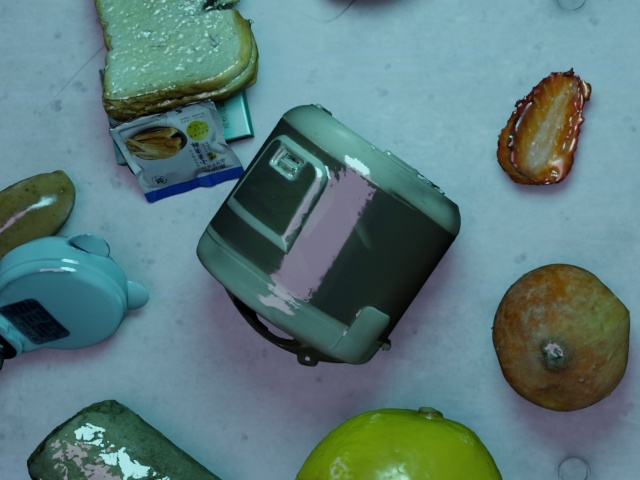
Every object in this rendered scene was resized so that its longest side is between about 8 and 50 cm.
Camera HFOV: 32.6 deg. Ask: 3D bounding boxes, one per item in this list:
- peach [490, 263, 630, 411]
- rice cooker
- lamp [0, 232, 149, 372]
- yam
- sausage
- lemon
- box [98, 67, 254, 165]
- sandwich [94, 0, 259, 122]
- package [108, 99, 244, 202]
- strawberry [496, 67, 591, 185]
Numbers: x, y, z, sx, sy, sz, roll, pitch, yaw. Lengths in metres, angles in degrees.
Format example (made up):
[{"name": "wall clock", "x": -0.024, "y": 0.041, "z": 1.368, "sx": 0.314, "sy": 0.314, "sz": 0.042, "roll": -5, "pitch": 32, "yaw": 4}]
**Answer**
[{"name": "peach", "x": 0.352, "y": 0.145, "z": 1.594, "sx": 0.232, "sy": 0.232, "sz": 0.233, "roll": 0, "pitch": 90, "yaw": 7}, {"name": "rice cooker", "x": 0.000, "y": 0.000, "z": 1.595, "sx": 0.335, "sy": 0.335, "sz": 0.325, "roll": 35, "pitch": 95, "yaw": 6}, {"name": "lamp", "x": -0.430, "y": 0.094, "z": 1.717, "sx": 0.284, "sy": 0.147, "sz": 0.209, "roll": -31, "pitch": 130, "yaw": 2}, {"name": "yam", "x": -0.295, "y": 0.383, "z": 1.698, "sx": 0.300, "sy": 0.195, "sz": 0.195, "roll": 34, "pitch": 94, "yaw": 5}, {"name": "sausage", "x": -0.609, "y": 0.043, "z": 1.773, "sx": 0.500, "sy": 0.123, "sz": 0.136, "roll": -27, "pitch": 60, "yaw": 7}, {"name": "lemon", "x": 0.110, "y": 0.408, "z": 1.579, "sx": 0.347, "sy": 0.348, "sz": 0.348, "roll": 0, "pitch": 90, "yaw": 7}, {"name": "box", "x": -0.232, "y": -0.222, "z": 1.760, "sx": 0.226, "sy": 0.042, "sz": 0.161, "roll": -12, "pitch": 86, "yaw": 8}, {"name": "sandwich", "x": -0.227, "y": -0.331, "z": 1.703, "sx": 0.248, "sy": 0.095, "sz": 0.273, "roll": -13, "pitch": 71, "yaw": 4}, {"name": "package", "x": -0.222, "y": -0.138, "z": 1.715, "sx": 0.171, "sy": 0.173, "sz": 0.027, "roll": -17, "pitch": 44, "yaw": 6}, {"name": "strawberry", "x": 0.342, "y": -0.170, "z": 1.675, "sx": 0.121, "sy": 0.082, "sz": 0.188, "roll": 31, "pitch": 84, "yaw": -13}]
